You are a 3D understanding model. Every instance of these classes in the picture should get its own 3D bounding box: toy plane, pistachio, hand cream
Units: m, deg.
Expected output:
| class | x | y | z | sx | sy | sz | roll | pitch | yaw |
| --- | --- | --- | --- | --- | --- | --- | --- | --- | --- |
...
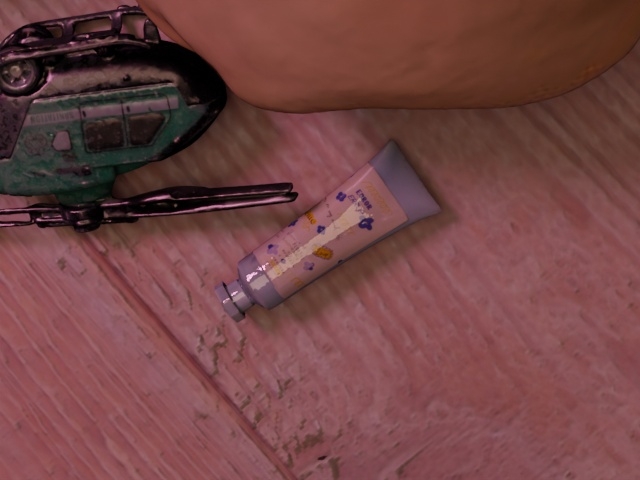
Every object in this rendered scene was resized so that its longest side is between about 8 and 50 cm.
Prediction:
| class | x | y | z | sx | sy | sz | roll | pitch | yaw |
| --- | --- | --- | --- | --- | --- | --- | --- | --- | --- |
| toy plane | -0.215 | -0.070 | 1.168 | 0.382 | 0.106 | 0.155 | -9 | 109 | 1 |
| pistachio | 0.075 | -0.253 | 1.038 | 0.445 | 0.281 | 0.365 | -27 | 104 | 22 |
| hand cream | 0.000 | 0.000 | 1.182 | 0.171 | 0.043 | 0.065 | -34 | 94 | 7 |
